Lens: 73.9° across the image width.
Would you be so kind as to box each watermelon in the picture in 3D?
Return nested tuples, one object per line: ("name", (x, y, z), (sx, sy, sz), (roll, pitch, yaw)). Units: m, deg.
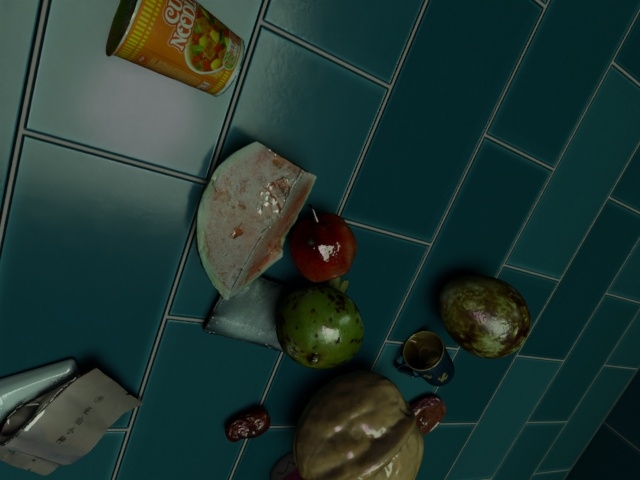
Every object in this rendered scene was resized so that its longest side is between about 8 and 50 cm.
("watermelon", (-0.141, -0.036, 0.880), (0.224, 0.180, 0.305), (25, 99, -30))

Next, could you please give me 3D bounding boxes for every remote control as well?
("remote control", (-0.661, 0.341, 0.890), (0.293, 0.051, 0.103), (-16, 119, -19))

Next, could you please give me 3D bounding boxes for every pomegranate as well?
("pomegranate", (0.006, 0.188, 1.019), (0.210, 0.263, 0.211), (9, 129, 11))

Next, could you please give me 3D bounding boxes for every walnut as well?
("walnut", (0.104, 0.563, 1.200), (0.381, 0.381, 0.382), (-10, 117, -21))

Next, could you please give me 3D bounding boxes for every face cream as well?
("face cream", (-0.049, 0.777, 1.303), (0.175, 0.195, 0.175), (-10, 116, -21))

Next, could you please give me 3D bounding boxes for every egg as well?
("egg", (0.482, 0.218, 1.269), (0.289, 0.238, 0.238), (38, 94, -20))

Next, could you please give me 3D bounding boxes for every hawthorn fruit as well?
("hawthorn fruit", (0.000, 0.000, 0.980), (0.157, 0.157, 0.194), (-26, 127, -12))

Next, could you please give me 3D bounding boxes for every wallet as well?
("wallet", (-0.097, 0.200, 1.094), (0.378, 0.046, 0.191), (24, 99, -31))

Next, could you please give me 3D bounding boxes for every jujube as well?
("jujube", (-0.201, 0.515, 1.180), (0.129, 0.077, 0.077), (-21, 121, -10))

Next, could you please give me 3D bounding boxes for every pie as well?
("pie", (0.365, 0.627, 1.517), (0.182, 0.049, 0.182), (-12, 123, -19))

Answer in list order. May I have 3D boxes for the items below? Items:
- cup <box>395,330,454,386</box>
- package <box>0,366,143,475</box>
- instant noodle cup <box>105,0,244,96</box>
("cup", (0.333, 0.389, 1.356), (0.176, 0.131, 0.155), (-23, 131, 21))
("package", (-0.555, 0.397, 0.935), (0.251, 0.062, 0.204), (-37, 141, -17))
("instant noodle cup", (-0.237, -0.338, 0.719), (0.185, 0.168, 0.168), (20, 104, -39))
